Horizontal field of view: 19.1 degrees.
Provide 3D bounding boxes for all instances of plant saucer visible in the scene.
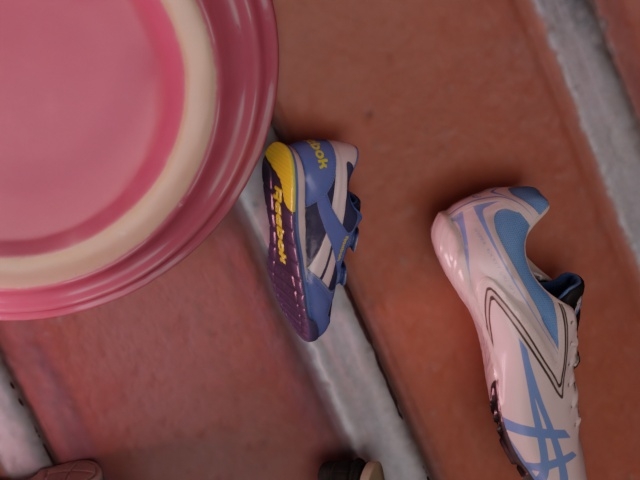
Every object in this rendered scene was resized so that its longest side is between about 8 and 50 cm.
[{"bbox_3d":[-0.187,-0.099,1.135,0.332,0.084,0.332,-2,110,-6],"label":"plant saucer"}]

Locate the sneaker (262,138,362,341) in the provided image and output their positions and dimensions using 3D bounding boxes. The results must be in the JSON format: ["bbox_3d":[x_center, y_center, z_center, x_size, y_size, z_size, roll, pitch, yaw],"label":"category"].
[{"bbox_3d":[0.000,0.000,1.210,0.059,0.053,0.144,-17,125,-25],"label":"sneaker"}]

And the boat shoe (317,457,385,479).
[{"bbox_3d":[0.025,0.206,1.295,0.042,0.049,0.133,2,119,21],"label":"boat shoe"}]

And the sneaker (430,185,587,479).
[{"bbox_3d":[0.142,0.075,1.241,0.086,0.085,0.237,-18,112,4],"label":"sneaker"}]

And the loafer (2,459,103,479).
[{"bbox_3d":[-0.202,0.180,1.254,0.125,0.045,0.039,-13,117,-6],"label":"loafer"}]
